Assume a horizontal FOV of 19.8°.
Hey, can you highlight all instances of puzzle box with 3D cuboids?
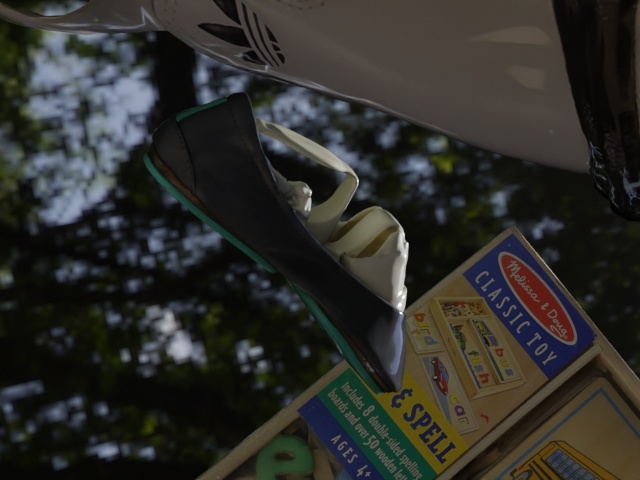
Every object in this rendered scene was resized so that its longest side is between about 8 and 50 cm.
[{"bbox_3d":[0.141,0.229,1.108,0.409,0.272,0.052,51,-16,2],"label":"puzzle box"}]

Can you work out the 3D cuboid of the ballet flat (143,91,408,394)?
[{"bbox_3d":[0.000,0.000,0.885,0.074,0.074,0.203,20,-21,52],"label":"ballet flat"}]

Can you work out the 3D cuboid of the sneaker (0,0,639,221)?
[{"bbox_3d":[0.050,-0.180,0.426,0.210,0.366,0.137,11,-23,15],"label":"sneaker"}]
